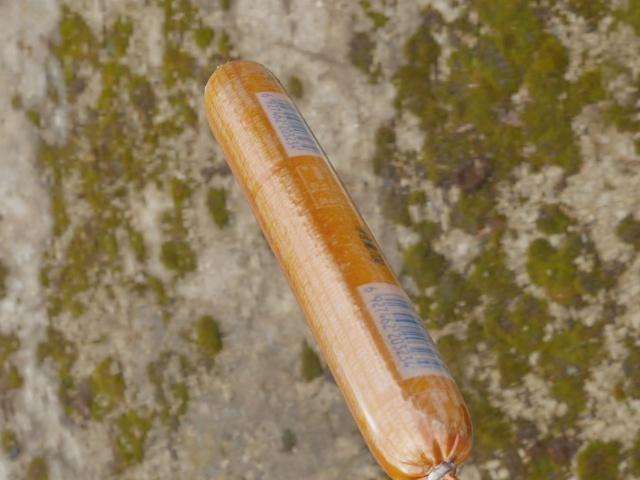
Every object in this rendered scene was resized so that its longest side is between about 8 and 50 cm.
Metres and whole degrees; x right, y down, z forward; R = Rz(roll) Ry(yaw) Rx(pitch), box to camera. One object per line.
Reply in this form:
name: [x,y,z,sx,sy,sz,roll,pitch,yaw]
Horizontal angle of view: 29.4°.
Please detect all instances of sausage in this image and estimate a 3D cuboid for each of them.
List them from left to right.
sausage: [0.000,0.000,0.657,0.053,0.053,0.348,-62,37,30]
